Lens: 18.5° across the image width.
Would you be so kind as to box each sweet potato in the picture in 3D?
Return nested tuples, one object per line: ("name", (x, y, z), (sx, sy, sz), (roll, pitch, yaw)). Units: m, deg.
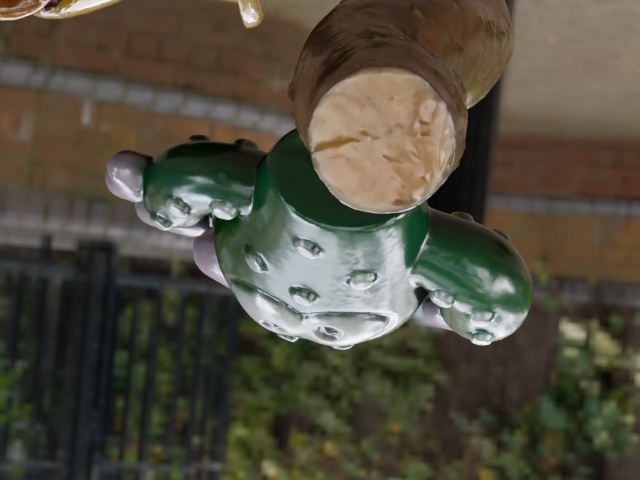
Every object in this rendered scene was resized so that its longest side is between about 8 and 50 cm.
("sweet potato", (0.034, -0.069, 0.723), (0.067, 0.059, 0.281), (16, -162, 6))

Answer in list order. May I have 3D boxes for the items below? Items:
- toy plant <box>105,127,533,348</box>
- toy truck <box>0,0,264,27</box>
("toy plant", (0.005, 0.002, 1.171), (0.232, 0.113, 0.243), (8, 160, 29))
("toy truck", (-0.143, -0.263, 1.212), (0.211, 0.288, 0.204), (-6, -145, 0))
